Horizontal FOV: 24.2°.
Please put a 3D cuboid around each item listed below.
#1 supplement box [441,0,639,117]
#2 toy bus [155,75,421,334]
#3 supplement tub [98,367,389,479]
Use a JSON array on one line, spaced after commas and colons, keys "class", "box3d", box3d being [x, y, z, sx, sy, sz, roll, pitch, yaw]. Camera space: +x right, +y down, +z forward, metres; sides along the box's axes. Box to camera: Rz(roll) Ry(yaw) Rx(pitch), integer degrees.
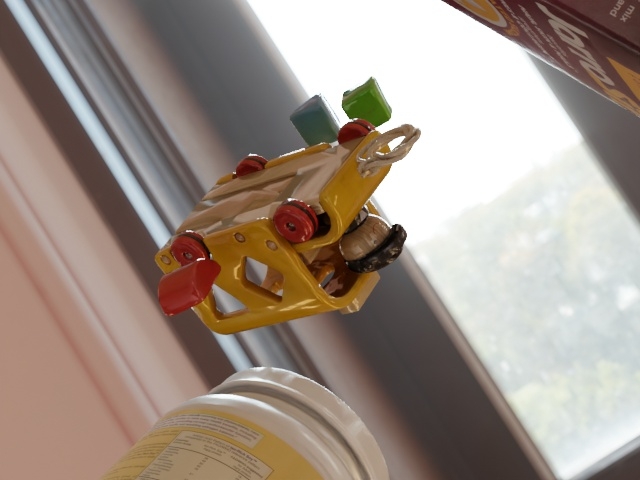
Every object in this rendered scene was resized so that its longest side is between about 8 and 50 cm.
[{"class": "supplement box", "box3d": [0.094, -0.119, 0.570, 0.081, 0.188, 0.104, -53, -36, 2]}, {"class": "toy bus", "box3d": [-0.006, -0.001, 0.969, 0.191, 0.104, 0.202, -35, 21, 3]}, {"class": "supplement tub", "box3d": [-0.104, 0.287, 1.318, 0.241, 0.241, 0.331, -39, 4, 45]}]
